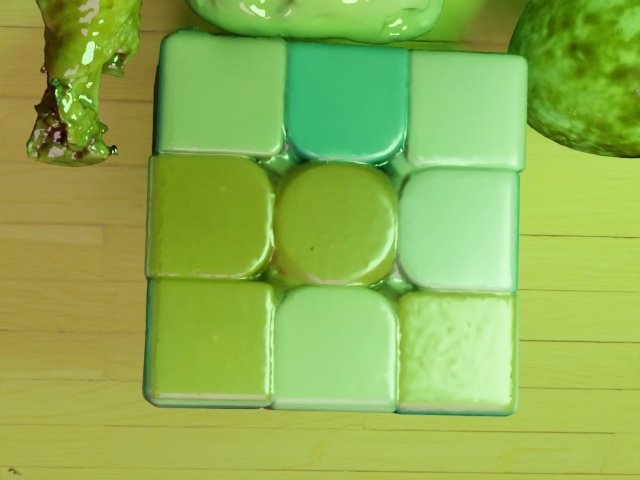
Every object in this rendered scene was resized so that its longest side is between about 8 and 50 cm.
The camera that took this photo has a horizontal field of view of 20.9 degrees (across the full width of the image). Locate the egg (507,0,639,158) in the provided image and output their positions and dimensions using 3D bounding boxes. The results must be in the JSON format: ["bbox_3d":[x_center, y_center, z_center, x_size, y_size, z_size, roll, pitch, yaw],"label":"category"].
[{"bbox_3d":[0.317,-0.193,1.669,0.289,0.238,0.238,-27,135,7],"label":"egg"}]

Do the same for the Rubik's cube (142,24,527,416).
[{"bbox_3d":[0.000,0.000,1.708,0.347,0.344,0.346,3,175,-4],"label":"Rubik's cube"}]

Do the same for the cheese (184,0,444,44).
[{"bbox_3d":[-0.014,-0.269,1.625,0.248,0.173,0.251,-19,141,15],"label":"cheese"}]

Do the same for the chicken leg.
[{"bbox_3d":[-0.226,-0.273,1.544,0.295,0.182,0.409,13,101,22],"label":"chicken leg"}]
